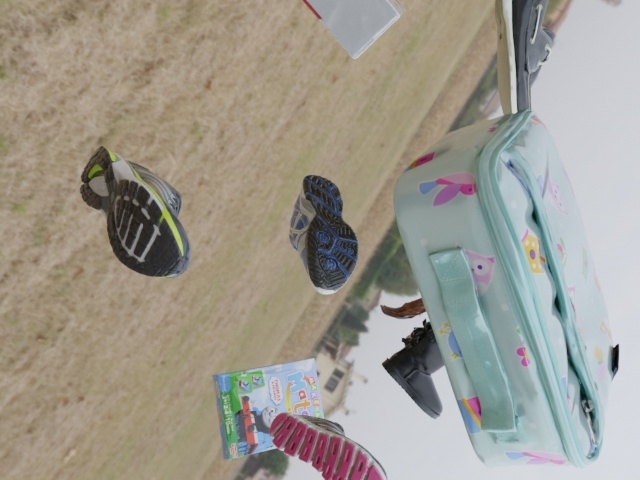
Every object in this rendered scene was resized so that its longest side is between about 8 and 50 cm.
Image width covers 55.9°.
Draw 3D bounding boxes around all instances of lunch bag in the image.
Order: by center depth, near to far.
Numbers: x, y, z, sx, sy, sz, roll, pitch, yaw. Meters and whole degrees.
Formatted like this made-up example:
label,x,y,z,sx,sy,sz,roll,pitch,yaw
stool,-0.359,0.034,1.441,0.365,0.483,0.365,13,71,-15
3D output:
label,x,y,z,sx,sy,sz,roll,pitch,yaw
lunch bag,0.168,0.042,0.511,0.108,0.279,0.224,-16,-167,31

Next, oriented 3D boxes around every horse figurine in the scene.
label,x,y,z,sx,sy,sz,roll,pitch,yaw
horse figurine,0.218,0.075,0.863,0.263,0.066,0.174,-12,157,-33

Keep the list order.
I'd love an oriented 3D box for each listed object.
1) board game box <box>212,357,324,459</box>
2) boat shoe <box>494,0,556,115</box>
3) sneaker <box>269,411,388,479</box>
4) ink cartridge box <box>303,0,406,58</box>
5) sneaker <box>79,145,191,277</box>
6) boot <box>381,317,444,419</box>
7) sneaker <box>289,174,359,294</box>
label,x,y,z,sx,sy,sz,roll,pitch,yaw
board game box,-0.099,0.329,1.199,0.212,0.160,0.039,-4,168,-29
boat shoe,0.280,-0.257,0.816,0.084,0.079,0.233,-82,166,-67
sneaker,0.019,0.268,0.767,0.075,0.170,0.063,18,91,-59
ink cartridge box,0.056,-0.469,1.147,0.114,0.197,0.273,-39,-169,22
sneaker,-0.250,-0.046,0.892,0.121,0.300,0.111,13,115,-44
boot,0.153,0.171,0.813,0.099,0.121,0.045,-42,-169,4
sneaker,0.000,0.000,0.867,0.211,0.080,0.081,-95,-152,-46
